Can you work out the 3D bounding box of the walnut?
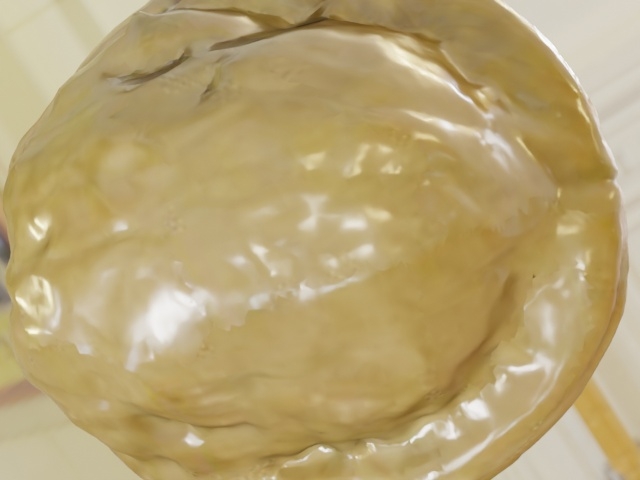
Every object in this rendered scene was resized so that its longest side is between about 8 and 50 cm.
[{"bbox_3d":[-0.009,0.002,1.182,0.383,0.383,0.383,-31,13,8],"label":"walnut"}]
